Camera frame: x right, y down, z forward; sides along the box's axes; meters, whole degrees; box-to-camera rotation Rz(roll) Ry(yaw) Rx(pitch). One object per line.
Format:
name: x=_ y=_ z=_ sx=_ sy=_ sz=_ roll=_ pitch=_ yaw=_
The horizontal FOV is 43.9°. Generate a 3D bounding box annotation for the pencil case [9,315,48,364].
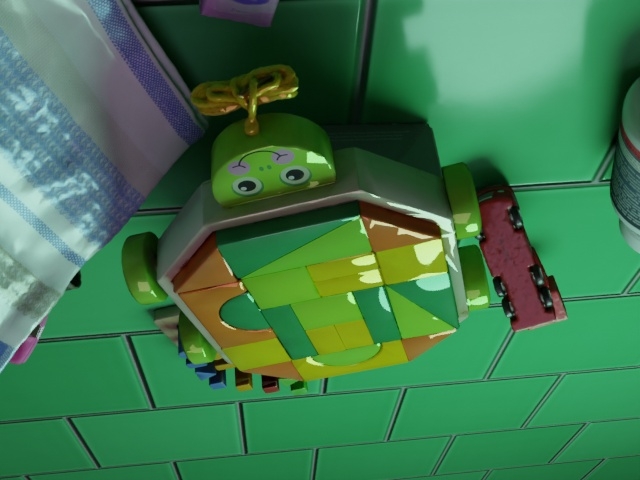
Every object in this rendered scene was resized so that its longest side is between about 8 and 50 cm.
pencil case: x=-0.332 y=0.061 z=0.643 sx=0.209 sy=0.095 sz=0.098 roll=5 pitch=118 yaw=-27

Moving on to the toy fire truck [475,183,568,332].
toy fire truck: x=0.201 y=0.022 z=0.804 sx=0.047 sy=0.135 sz=0.192 roll=-19 pitch=107 yaw=19

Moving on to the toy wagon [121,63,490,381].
toy wagon: x=-0.011 y=0.011 z=0.606 sx=0.267 sy=0.068 sz=0.344 roll=-12 pitch=147 yaw=8

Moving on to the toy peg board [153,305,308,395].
toy peg board: x=-0.093 y=0.135 z=0.940 sx=0.160 sy=0.079 sz=0.161 roll=-13 pitch=147 yaw=8

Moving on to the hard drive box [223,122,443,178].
hard drive box: x=0.000 y=0.000 z=0.738 sx=0.181 sy=0.089 sz=0.232 roll=-2 pitch=148 yaw=-7

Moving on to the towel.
towel: x=-0.200 y=-0.039 z=0.513 sx=0.034 sy=0.285 sz=0.209 roll=28 pitch=161 yaw=31

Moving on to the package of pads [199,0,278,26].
package of pads: x=-0.045 y=-0.176 z=0.503 sx=0.050 sy=0.032 sz=0.083 roll=3 pitch=147 yaw=-20

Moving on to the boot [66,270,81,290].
boot: x=-0.340 y=0.012 z=0.702 sx=0.208 sy=0.076 sz=0.190 roll=-3 pitch=159 yaw=4

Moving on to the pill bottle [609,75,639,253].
pill bottle: x=0.310 y=-0.060 z=0.689 sx=0.108 sy=0.108 sz=0.180 roll=-12 pitch=148 yaw=7
